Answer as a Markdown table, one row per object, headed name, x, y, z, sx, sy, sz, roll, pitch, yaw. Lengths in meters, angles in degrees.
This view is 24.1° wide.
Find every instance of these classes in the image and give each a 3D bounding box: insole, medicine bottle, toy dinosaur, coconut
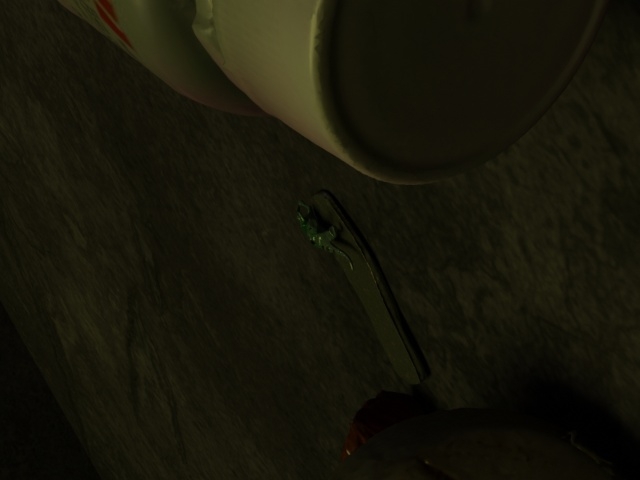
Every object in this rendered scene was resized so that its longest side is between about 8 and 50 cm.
| name | x | y | z | sx | sy | sz | roll | pitch | yaw |
| --- | --- | --- | --- | --- | --- | --- | --- | --- | --- |
| insole | 0.043 | 0.042 | 1.316 | 0.192 | 0.010 | 0.063 | 63 | 158 | -8 |
| medicine bottle | -0.012 | -0.182 | 0.812 | 0.302 | 0.241 | 0.241 | 38 | 151 | 41 |
| toy dinosaur | 0.000 | 0.000 | 1.314 | 0.083 | 0.021 | 0.062 | 60 | 165 | 10 |
| coconut | 0.115 | 0.288 | 1.119 | 0.323 | 0.323 | 0.323 | 46 | 156 | 28 |

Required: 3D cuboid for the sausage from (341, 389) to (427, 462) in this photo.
| name | x | y | z | sx | sy | sz | roll | pitch | yaw |
| --- | --- | --- | --- | --- | --- | --- | --- | --- | --- |
| sausage | 0.105 | 0.290 | 1.406 | 0.094 | 0.097 | 0.348 | 17 | 136 | 46 |
